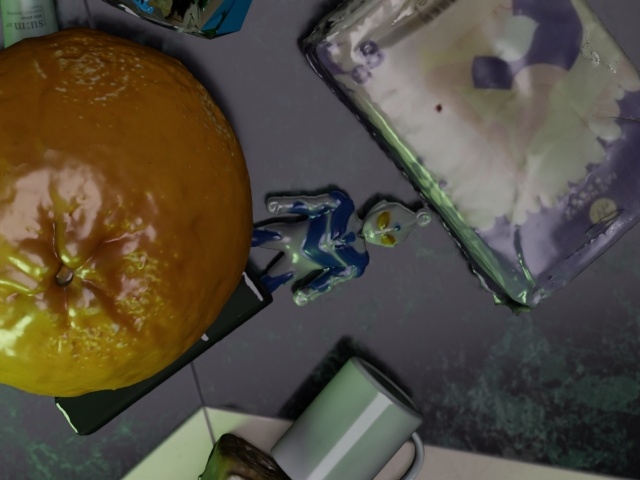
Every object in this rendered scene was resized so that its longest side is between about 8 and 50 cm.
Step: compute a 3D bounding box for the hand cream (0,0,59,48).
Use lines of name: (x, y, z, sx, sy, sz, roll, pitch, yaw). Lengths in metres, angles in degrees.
hand cream: (-0.278, -0.181, 1.846, 0.078, 0.050, 0.205, -8, 106, -7)

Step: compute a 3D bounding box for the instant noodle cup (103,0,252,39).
instant noodle cup: (-0.140, -0.308, 1.756, 0.240, 0.240, 0.178, 24, 107, -7)

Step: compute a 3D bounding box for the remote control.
remote control: (-0.159, 0.107, 1.896, 0.245, 0.025, 0.063, -37, 95, 12)

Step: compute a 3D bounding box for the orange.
orange: (-0.226, -0.019, 1.739, 0.340, 0.293, 0.341, -4, 112, -10)

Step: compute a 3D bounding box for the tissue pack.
tissue pack: (0.173, -0.134, 1.839, 0.242, 0.125, 0.344, -40, 99, -4)

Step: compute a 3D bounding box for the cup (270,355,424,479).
cup: (0.035, 0.200, 1.917, 0.133, 0.136, 0.099, -50, 57, 5)

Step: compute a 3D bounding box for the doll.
doll: (0.000, 0.000, 1.891, 0.227, 0.057, 0.114, -19, 97, 1)

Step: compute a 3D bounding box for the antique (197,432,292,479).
antique: (-0.112, 0.353, 1.905, 0.150, 0.125, 0.284, 33, 96, -8)
